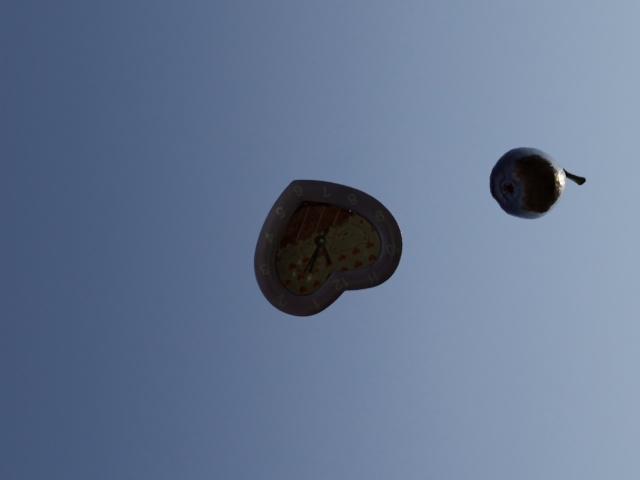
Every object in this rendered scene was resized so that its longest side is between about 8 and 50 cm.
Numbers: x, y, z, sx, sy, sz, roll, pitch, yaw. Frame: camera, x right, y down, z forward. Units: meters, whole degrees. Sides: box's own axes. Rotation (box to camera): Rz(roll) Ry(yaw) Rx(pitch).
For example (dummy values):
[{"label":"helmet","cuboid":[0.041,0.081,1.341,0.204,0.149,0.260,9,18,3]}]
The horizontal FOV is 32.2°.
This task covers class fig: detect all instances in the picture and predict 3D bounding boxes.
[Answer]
[{"label":"fig","cuboid":[0.267,-0.074,1.342,0.125,0.089,0.088,-15,-76,-39]}]

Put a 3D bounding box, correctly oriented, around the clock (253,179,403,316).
[{"label":"clock","cuboid":[0.000,0.000,1.454,0.198,0.064,0.172,-26,-92,-4]}]
